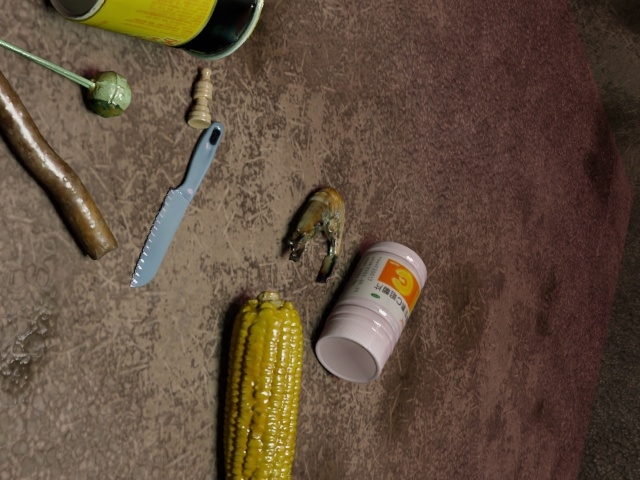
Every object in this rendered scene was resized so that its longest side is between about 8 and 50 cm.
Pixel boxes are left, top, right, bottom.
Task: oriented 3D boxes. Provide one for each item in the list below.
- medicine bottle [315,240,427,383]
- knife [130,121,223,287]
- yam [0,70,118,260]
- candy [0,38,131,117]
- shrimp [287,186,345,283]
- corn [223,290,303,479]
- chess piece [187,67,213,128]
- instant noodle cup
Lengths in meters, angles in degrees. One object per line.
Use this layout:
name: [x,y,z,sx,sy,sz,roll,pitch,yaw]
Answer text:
medicine bottle: [0.094,0.126,1.752,0.249,0.133,0.133,-57,133,-40]
knife: [-0.206,-0.058,1.406,0.044,0.019,0.313,45,52,-37]
yam: [-0.342,-0.110,1.172,0.045,0.045,0.327,-98,164,-57]
candy: [-0.323,-0.210,1.214,0.202,0.061,0.061,22,70,-46]
shrimp: [0.000,0.000,1.694,0.217,0.051,0.150,-52,137,-50]
corn: [-0.088,0.259,1.472,0.120,0.120,0.363,12,78,-56]
chess piece: [-0.176,-0.216,1.446,0.035,0.035,0.092,29,60,-53]
instant noodle cup: [-0.218,-0.347,1.251,0.236,0.215,0.215,-6,94,-50]
